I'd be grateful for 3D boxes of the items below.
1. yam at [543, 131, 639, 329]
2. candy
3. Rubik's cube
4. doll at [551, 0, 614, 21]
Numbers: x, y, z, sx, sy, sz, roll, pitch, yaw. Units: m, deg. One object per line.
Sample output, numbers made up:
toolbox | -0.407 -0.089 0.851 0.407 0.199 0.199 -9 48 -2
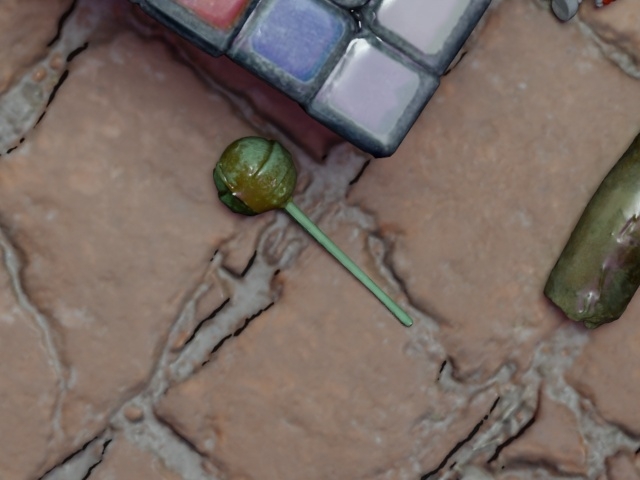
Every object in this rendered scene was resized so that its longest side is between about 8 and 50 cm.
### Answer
yam | 0.274 -0.075 1.095 0.071 0.067 0.317 34 97 17
candy | 0.000 0.000 1.098 0.061 0.061 0.202 -44 110 4
Rubik's cube | -0.018 -0.256 0.918 0.292 0.293 0.287 32 96 -9
doll | 0.234 -0.231 1.061 0.180 0.079 0.094 -36 78 15
